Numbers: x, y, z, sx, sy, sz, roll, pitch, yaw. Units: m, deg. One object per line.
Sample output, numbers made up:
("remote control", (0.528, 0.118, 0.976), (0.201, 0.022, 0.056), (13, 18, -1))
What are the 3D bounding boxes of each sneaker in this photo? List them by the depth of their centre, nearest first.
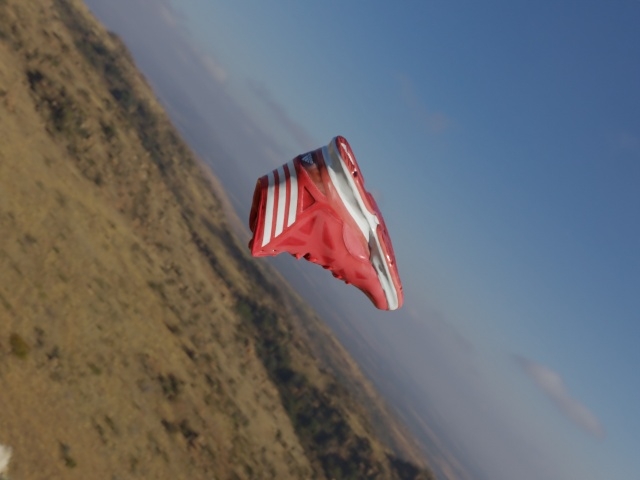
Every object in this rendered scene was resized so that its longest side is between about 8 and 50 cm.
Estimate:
("sneaker", (0.000, 0.000, 0.903), (0.087, 0.128, 0.221), (-98, 167, -52))
